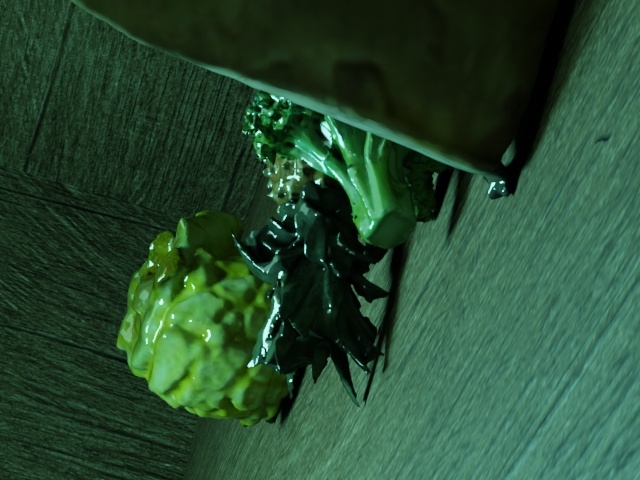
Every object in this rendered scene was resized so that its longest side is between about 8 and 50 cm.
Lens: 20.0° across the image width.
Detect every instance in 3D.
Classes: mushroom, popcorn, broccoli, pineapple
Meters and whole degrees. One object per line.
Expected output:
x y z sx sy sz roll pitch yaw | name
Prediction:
-0.009 -0.247 1.326 0.224 0.397 0.313 -115 44 -79 | mushroom
-0.129 0.095 2.313 0.293 0.237 0.293 -166 90 -81 | popcorn
0.041 -0.075 1.548 0.219 0.194 0.194 46 -130 -50 | broccoli
-0.003 -0.002 1.758 0.165 0.165 0.364 113 170 -50 | pineapple
